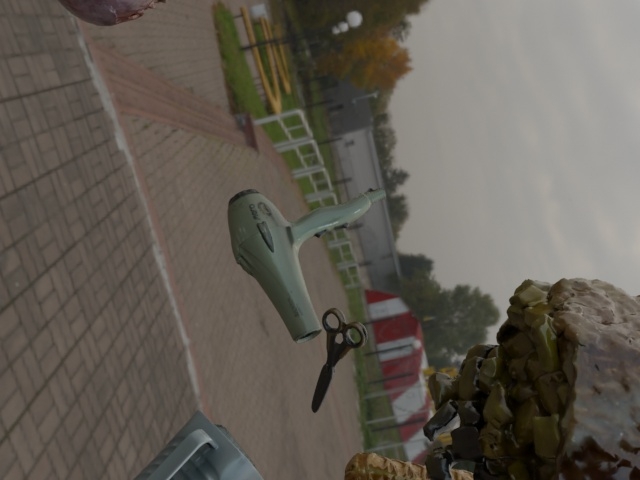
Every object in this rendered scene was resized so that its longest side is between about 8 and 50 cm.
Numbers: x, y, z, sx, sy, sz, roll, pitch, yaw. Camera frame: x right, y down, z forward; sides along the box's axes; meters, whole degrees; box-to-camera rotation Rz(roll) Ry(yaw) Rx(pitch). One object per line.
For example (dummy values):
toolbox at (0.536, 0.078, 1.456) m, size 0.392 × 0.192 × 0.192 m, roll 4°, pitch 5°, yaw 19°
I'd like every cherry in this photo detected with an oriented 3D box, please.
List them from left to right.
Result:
cherry at (-0.338, -0.435, 1.013) m, size 0.192 × 0.175 × 0.250 m, roll 41°, pitch -15°, yaw 37°

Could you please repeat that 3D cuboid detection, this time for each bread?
bread at (0.096, 0.245, 0.680) m, size 0.044 × 0.157 × 0.052 m, roll 142°, pitch -40°, yaw -58°

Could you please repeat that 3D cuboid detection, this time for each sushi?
sushi at (0.178, 0.117, 0.509) m, size 0.296 × 0.179 × 0.167 m, roll -78°, pitch 177°, yaw -55°

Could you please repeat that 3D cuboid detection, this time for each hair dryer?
hair dryer at (-0.010, 0.029, 0.935) m, size 0.088 × 0.224 × 0.219 m, roll 103°, pitch -17°, yaw -67°

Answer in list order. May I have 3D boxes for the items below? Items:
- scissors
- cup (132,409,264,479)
scissors at (0.017, 0.219, 1.204) m, size 0.017 × 0.088 × 0.220 m, roll -30°, pitch 144°, yaw -53°
cup at (-0.133, 0.247, 0.704) m, size 0.095 × 0.129 × 0.128 m, roll 36°, pitch -22°, yaw 27°
